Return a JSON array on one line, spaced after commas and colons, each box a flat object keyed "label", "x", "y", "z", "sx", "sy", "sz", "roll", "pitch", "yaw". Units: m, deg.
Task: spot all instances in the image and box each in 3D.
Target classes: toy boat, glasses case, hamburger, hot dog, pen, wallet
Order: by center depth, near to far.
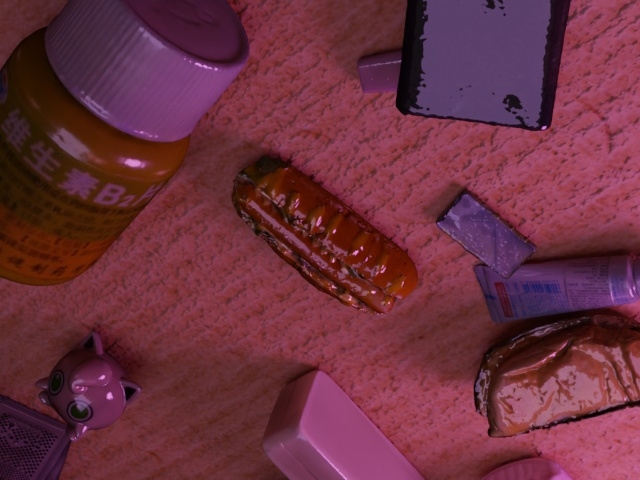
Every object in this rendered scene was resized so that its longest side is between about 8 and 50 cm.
[{"label": "wallet", "x": 0.177, "y": -0.276, "z": 1.007, "sx": 0.171, "sy": 0.044, "sz": 0.321, "roll": 9, "pitch": 112, "yaw": 10}, {"label": "pen", "x": 0.140, "y": -0.198, "z": 1.094, "sx": 0.197, "sy": 0.032, "sz": 0.053, "roll": -3, "pitch": 119, "yaw": 19}, {"label": "toy boat", "x": 0.203, "y": -0.007, "z": 1.195, "sx": 0.115, "sy": 0.016, "sz": 0.063, "roll": 39, "pitch": 120, "yaw": -1}, {"label": "hot dog", "x": 0.000, "y": 0.000, "z": 1.232, "sx": 0.269, "sy": 0.072, "sz": 0.115, "roll": 35, "pitch": 131, "yaw": -9}, {"label": "hamburger", "x": 0.310, "y": 0.162, "z": 1.233, "sx": 0.262, "sy": 0.124, "sz": 0.130, "roll": -18, "pitch": 97, "yaw": 19}, {"label": "glasses case", "x": 0.061, "y": 0.344, "z": 1.385, "sx": 0.076, "sy": 0.144, "sz": 0.336, "roll": -32, "pitch": 108, "yaw": 29}]

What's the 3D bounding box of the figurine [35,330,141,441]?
[{"label": "figurine", "x": -0.337, "y": 0.215, "z": 1.417, "sx": 0.125, "sy": 0.125, "sz": 0.138, "roll": 42, "pitch": 109, "yaw": -13}]

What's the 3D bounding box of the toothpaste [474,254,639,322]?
[{"label": "toothpaste", "x": 0.310, "y": 0.056, "z": 1.201, "sx": 0.234, "sy": 0.057, "sz": 0.089, "roll": -9, "pitch": 116, "yaw": 27}]

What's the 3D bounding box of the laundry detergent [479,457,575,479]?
[{"label": "laundry detergent", "x": 0.355, "y": 0.462, "z": 1.419, "sx": 0.159, "sy": 0.088, "sz": 0.335, "roll": -24, "pitch": 114, "yaw": 25}]

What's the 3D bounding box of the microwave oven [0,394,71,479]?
[{"label": "microwave oven", "x": -0.657, "y": 0.375, "z": 1.526, "sx": 0.432, "sy": 0.236, "sz": 0.374, "roll": 25, "pitch": 124, "yaw": -2}]

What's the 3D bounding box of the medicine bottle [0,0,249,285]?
[{"label": "medicine bottle", "x": -0.265, "y": -0.135, "z": 1.120, "sx": 0.224, "sy": 0.224, "sz": 0.384, "roll": 39, "pitch": 121, "yaw": -11}]
